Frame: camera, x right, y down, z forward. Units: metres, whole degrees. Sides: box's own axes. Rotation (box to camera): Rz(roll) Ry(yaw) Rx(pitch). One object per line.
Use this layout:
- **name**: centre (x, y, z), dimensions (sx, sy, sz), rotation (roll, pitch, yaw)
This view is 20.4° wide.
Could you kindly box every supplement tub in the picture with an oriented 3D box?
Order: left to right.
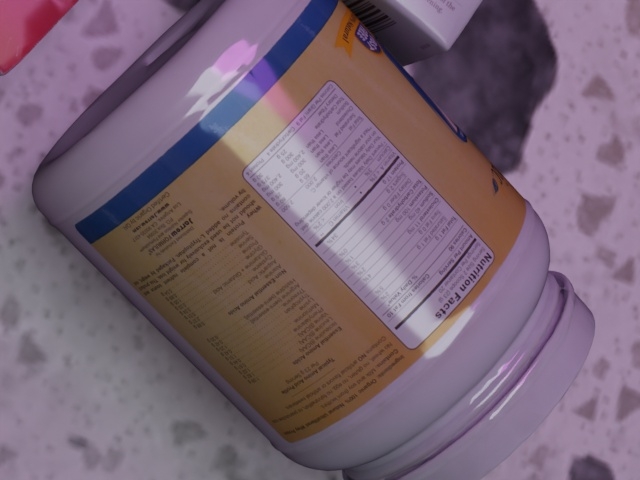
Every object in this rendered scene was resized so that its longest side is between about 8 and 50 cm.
- **supplement tub**: centre (0.000, 0.000, 0.715), dimensions (0.199, 0.144, 0.144), rotation (46, 75, -13)

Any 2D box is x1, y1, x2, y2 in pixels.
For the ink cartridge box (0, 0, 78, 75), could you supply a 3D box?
- **ink cartridge box**: centre (-0.154, -0.157, 0.675), dimensions (0.176, 0.128, 0.127), rotation (45, 75, -13)

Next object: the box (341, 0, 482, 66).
- **box**: centre (0.021, -0.136, 0.750), dimensions (0.101, 0.102, 0.087), rotation (36, 79, -14)
